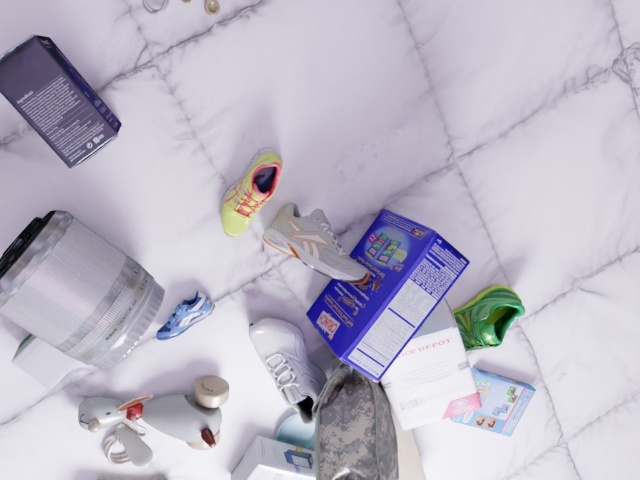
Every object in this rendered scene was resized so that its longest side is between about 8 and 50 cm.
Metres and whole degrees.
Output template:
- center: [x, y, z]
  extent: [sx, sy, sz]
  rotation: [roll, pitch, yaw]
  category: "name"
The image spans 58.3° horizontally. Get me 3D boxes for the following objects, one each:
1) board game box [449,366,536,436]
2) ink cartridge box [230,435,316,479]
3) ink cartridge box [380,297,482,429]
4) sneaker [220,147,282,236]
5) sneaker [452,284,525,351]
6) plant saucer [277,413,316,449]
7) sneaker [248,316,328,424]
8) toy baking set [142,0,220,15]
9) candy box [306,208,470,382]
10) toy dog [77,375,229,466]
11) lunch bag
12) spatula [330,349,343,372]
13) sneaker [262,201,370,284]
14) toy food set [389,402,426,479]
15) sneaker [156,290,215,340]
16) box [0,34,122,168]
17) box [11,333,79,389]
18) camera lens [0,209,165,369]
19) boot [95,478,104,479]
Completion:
- center: [0.480, 0.454, 1.606]
  extent: [0.211, 0.039, 0.160]
  rotation: [20, 101, -22]
  category: "board game box"
- center: [-0.098, 0.597, 1.441]
  extent: [0.212, 0.093, 0.154]
  rotation: [23, 113, -21]
  category: "ink cartridge box"
- center: [0.245, 0.295, 1.361]
  extent: [0.207, 0.117, 0.283]
  rotation: [-18, 121, 8]
  category: "ink cartridge box"
- center: [-0.145, -0.096, 1.205]
  extent: [0.081, 0.094, 0.208]
  rotation: [25, 101, -24]
  category: "sneaker"
- center: [0.388, 0.228, 1.456]
  extent: [0.295, 0.123, 0.109]
  rotation: [-40, 115, 0]
  category: "sneaker"
- center: [-0.055, 0.487, 1.468]
  extent: [0.119, 0.021, 0.119]
  rotation: [-5, 109, -16]
  category: "plant saucer"
- center: [-0.068, 0.301, 1.335]
  extent: [0.111, 0.129, 0.297]
  rotation: [-29, 113, 15]
  category: "sneaker"
- center: [-0.262, -0.522, 1.061]
  extent: [0.256, 0.030, 0.197]
  rotation: [-4, 109, -15]
  category: "toy baking set"
- center: [0.132, 0.108, 1.252]
  extent: [0.122, 0.268, 0.317]
  rotation: [38, 91, -21]
  category: "candy box"
- center: [-0.355, 0.416, 1.279]
  extent: [0.333, 0.161, 0.220]
  rotation: [-16, 112, -11]
  category: "toy dog"
- center: [0.084, 0.419, 1.324]
  extent: [0.168, 0.235, 0.287]
  rotation: [-6, 74, 15]
  category: "lunch bag"
- center: [0.132, 0.235, 1.444]
  extent: [0.242, 0.019, 0.168]
  rotation: [-18, 111, -14]
  category: "spatula"
- center: [0.000, 0.000, 1.217]
  extent: [0.121, 0.262, 0.099]
  rotation: [-63, 157, 1]
  category: "sneaker"
- center: [0.142, 0.576, 1.523]
  extent: [0.219, 0.092, 0.306]
  rotation: [-22, 105, -15]
  category: "toy food set"
- center: [-0.307, 0.166, 1.270]
  extent: [0.144, 0.053, 0.059]
  rotation: [-35, 115, -12]
  category: "sneaker"
- center: [-0.467, -0.249, 1.026]
  extent: [0.108, 0.153, 0.207]
  rotation: [-37, 115, -2]
  category: "box"
- center: [-0.561, 0.230, 1.195]
  extent: [0.101, 0.087, 0.102]
  rotation: [-43, 114, 1]
  category: "box"
- center: [-0.472, 0.093, 1.103]
  extent: [0.274, 0.219, 0.219]
  rotation: [42, 93, -24]
  category: "camera lens"
- center: [-0.461, 0.698, 1.383]
  extent: [0.203, 0.095, 0.262]
  rotation: [10, 101, -20]
  category: "boot"
